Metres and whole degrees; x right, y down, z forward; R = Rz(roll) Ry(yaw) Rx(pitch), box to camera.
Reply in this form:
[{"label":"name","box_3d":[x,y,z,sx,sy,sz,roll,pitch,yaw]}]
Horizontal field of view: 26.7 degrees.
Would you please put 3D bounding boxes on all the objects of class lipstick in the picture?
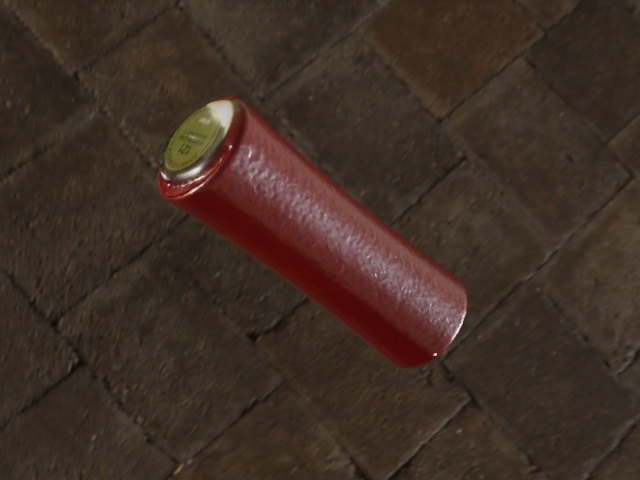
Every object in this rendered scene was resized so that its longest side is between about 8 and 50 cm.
[{"label":"lipstick","box_3d":[0.000,0.000,0.891,0.241,0.080,0.080,39,59,-34]}]
